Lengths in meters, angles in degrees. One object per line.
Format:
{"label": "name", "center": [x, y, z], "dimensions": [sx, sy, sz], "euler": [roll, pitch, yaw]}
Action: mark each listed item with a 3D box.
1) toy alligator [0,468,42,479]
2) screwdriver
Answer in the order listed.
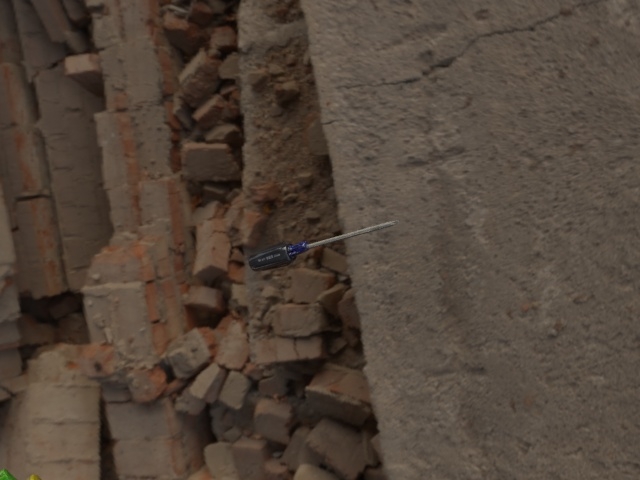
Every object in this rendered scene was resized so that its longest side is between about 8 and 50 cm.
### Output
{"label": "toy alligator", "center": [-0.406, 0.347, 0.971], "dimensions": [0.056, 0.190, 0.051], "euler": [-37, 35, -9]}
{"label": "screwdriver", "center": [0.000, 0.000, 0.684], "dimensions": [0.169, 0.024, 0.025], "euler": [-21, 54, 29]}
